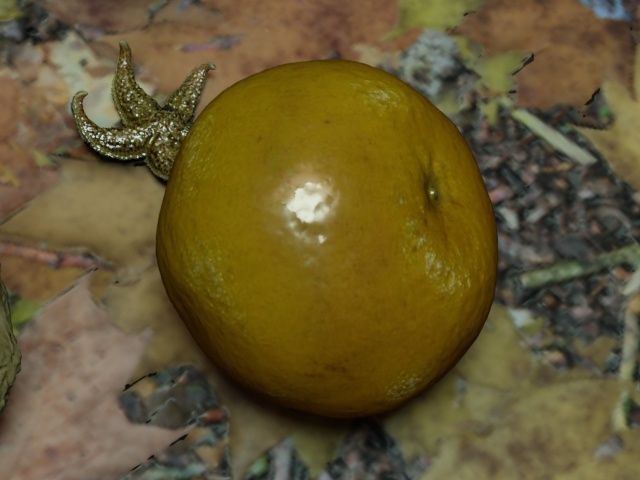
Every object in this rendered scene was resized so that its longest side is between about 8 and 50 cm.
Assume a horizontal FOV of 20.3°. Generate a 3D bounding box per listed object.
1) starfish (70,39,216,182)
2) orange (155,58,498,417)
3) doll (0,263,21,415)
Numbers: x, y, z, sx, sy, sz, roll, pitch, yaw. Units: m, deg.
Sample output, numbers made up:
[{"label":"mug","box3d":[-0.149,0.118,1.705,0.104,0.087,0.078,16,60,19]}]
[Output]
[{"label":"starfish","box3d":[-0.079,-0.061,0.872,0.078,0.028,0.091,-24,62,-21]},{"label":"orange","box3d":[0.000,0.000,0.780,0.136,0.159,0.159,-21,53,36]},{"label":"doll","box3d":[-0.189,0.036,0.769,0.115,0.105,0.221,-7,59,-14]}]
